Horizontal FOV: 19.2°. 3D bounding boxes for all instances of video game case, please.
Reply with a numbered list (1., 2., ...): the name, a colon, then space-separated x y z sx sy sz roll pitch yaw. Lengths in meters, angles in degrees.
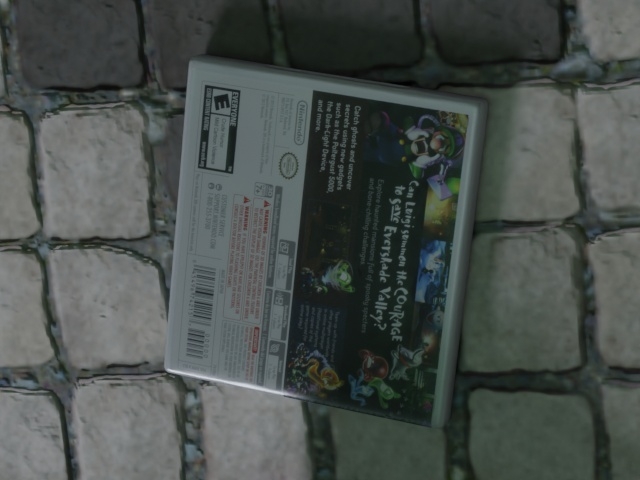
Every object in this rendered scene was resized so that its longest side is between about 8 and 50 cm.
1. video game case: 0.000 0.000 1.072 0.173 0.022 0.190 11 105 17
